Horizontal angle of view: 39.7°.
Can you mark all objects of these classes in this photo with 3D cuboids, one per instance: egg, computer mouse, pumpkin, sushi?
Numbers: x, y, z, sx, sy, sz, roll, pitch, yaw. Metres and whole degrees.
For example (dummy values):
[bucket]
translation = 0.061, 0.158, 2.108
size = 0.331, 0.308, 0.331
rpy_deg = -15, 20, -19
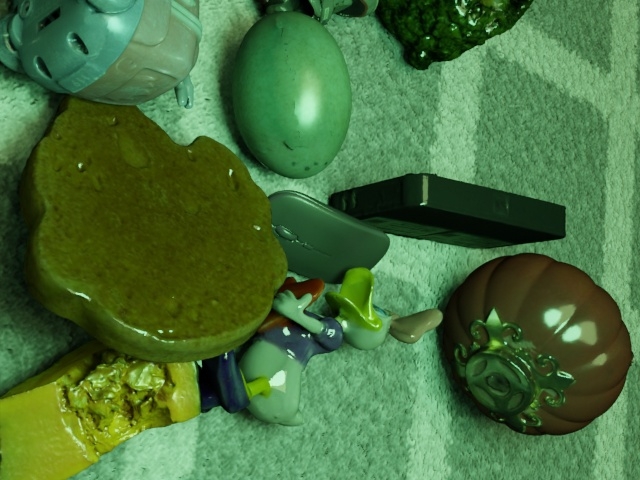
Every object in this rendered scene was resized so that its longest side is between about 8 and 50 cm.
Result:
[egg]
translation = -0.040, -0.205, 1.253
size = 0.169, 0.169, 0.237
rpy_deg = -3, 83, -39
[computer mouse]
translation = 0.001, 0.001, 1.294
size = 0.232, 0.120, 0.057
rpy_deg = 25, 31, -35
[pumpkin]
translation = -0.267, 0.192, 1.047
size = 0.248, 0.126, 0.131
rpy_deg = -20, 104, -20
[sushi]
translation = 0.203, -0.495, 1.493
size = 0.294, 0.178, 0.352
rpy_deg = -38, 103, -39

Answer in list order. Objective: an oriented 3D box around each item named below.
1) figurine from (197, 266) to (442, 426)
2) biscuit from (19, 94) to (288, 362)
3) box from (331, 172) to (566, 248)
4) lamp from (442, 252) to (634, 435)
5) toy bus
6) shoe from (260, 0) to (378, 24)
[figurine]
translation = -0.018, 0.147, 1.227
size = 0.421, 0.154, 0.193
rpy_deg = -28, 106, -37
[biscuit]
translation = -0.204, -0.028, 1.068
size = 0.359, 0.074, 0.381
rpy_deg = -4, 54, -46
[box]
translation = 0.205, -0.040, 1.399
size = 0.350, 0.211, 0.058
rpy_deg = 9, 79, -38
[lamp]
translation = 0.341, 0.165, 1.418
size = 0.257, 0.303, 0.303
rpy_deg = -35, 105, -42
[toy bus]
translation = -0.246, -0.303, 1.081
size = 0.231, 0.197, 0.294
rpy_deg = 19, 58, -47
[shoe]
translation = -0.004, -0.366, 1.350
size = 0.227, 0.099, 0.126
rpy_deg = 10, 68, -32
